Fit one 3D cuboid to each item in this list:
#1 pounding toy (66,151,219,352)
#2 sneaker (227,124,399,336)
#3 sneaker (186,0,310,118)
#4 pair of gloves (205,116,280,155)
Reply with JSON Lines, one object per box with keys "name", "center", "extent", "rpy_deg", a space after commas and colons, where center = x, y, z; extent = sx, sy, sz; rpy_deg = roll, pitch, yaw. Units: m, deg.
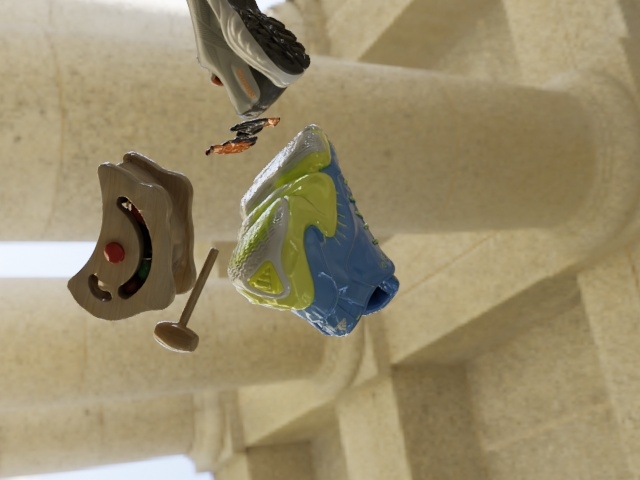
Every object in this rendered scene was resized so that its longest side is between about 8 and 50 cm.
{"name": "pounding toy", "center": [-0.236, 0.014, 1.474], "extent": [0.154, 0.155, 0.270], "rpy_deg": [7, -71, 18]}
{"name": "sneaker", "center": [0.000, 0.000, 0.880], "extent": [0.091, 0.126, 0.240], "rpy_deg": [-43, -165, 28]}
{"name": "sneaker", "center": [-0.118, -0.254, 1.290], "extent": [0.108, 0.100, 0.271], "rpy_deg": [-51, -127, 29]}
{"name": "pair of gloves", "center": [-0.094, -0.126, 1.342], "extent": [0.083, 0.074, 0.010], "rpy_deg": [-38, -108, 46]}
